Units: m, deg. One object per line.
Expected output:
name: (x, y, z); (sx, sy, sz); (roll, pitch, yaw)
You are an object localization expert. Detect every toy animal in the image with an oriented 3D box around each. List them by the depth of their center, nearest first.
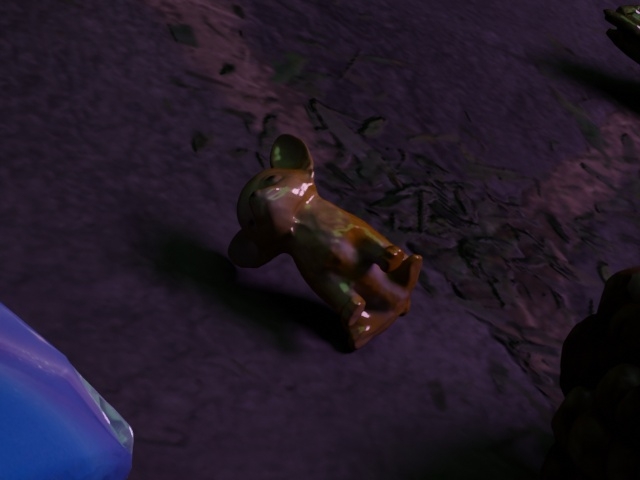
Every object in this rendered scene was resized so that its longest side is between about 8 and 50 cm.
toy animal: (0.000, 0.000, 0.689); (0.083, 0.060, 0.081); (38, 9, 23)

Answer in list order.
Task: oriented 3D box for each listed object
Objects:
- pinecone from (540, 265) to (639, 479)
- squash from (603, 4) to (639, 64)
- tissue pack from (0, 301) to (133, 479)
pinecone: (0.185, 0.064, 0.618); (0.185, 0.169, 0.212); (-7, 14, 26)
squash: (0.324, -0.079, 1.017); (0.341, 0.094, 0.094); (17, 33, -20)
tissue pack: (-0.188, 0.059, 0.326); (0.198, 0.146, 0.263); (35, 18, 14)
